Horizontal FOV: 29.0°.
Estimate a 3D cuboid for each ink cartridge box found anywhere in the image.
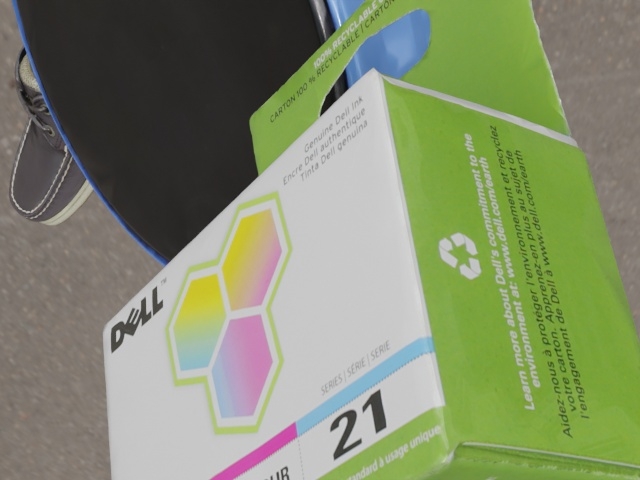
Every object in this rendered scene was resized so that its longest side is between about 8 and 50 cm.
[{"bbox_3d":[0.000,0.000,0.461,0.097,0.189,0.255,12,53,-34],"label":"ink cartridge box"}]

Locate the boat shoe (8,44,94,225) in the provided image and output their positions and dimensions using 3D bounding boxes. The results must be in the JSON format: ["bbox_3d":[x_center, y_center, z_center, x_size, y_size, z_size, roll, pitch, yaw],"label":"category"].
[{"bbox_3d":[-0.216,-0.138,1.057,0.103,0.092,0.285,47,119,30],"label":"boat shoe"}]

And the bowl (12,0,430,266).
[{"bbox_3d":[-0.080,-0.135,0.804,0.077,0.391,0.391,-28,69,-34],"label":"bowl"}]
